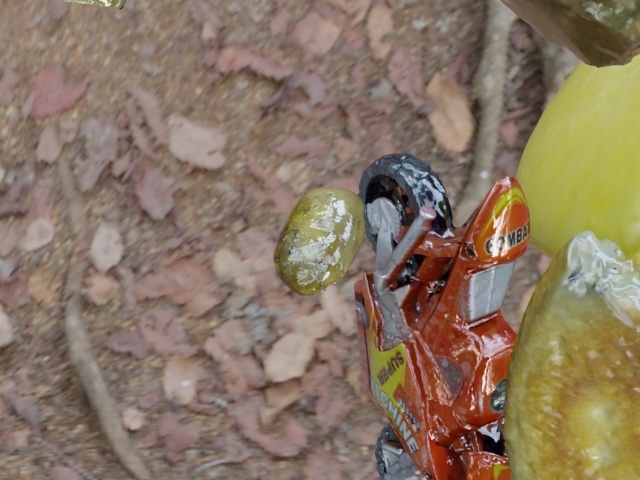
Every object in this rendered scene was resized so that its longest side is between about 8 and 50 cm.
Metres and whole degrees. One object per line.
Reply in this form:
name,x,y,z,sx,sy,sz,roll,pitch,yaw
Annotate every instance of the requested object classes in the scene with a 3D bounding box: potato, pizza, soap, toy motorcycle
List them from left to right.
potato,0.000,0.000,0.961,0.051,0.040,0.083,24,56,7
toy motorcycle,0.092,0.082,1.094,0.089,0.171,0.298,-16,113,-30
pizza,0.192,0.144,0.913,0.268,0.258,0.087,35,39,-5
soap,0.362,-0.147,1.482,0.115,0.306,0.427,37,93,-35

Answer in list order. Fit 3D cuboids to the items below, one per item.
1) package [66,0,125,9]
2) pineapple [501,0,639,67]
package,-0.205,-0.224,1.156,0.131,0.071,0.047,1,38,-32
pineapple,0.197,-0.222,0.850,0.128,0.128,0.248,38,83,-8
